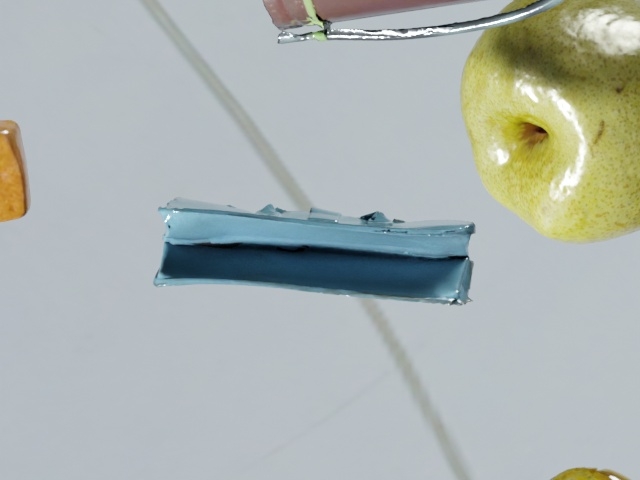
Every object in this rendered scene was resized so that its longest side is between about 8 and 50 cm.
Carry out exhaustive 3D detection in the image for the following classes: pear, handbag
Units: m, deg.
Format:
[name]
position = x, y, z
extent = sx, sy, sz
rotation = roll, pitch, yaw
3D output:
[pear]
position = 0.237, -0.116, 1.730
extent = 0.188, 0.211, 0.228
rotation = 1, 112, 47
[handbag]
position = 0.000, 0.000, 1.407
extent = 0.221, 0.144, 0.057
rotation = 3, 100, 5

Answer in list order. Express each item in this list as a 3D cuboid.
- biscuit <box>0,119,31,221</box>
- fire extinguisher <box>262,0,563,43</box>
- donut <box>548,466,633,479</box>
[biscuit]
position = -0.349, -0.030, 1.329
extent = 0.306, 0.043, 0.284
rotation = -8, 112, -8
[fire extinguisher]
position = 0.050, -0.118, 0.838
extent = 0.158, 0.043, 0.064
rotation = -5, 78, 26
[donut]
position = 0.266, 0.321, 1.703
extent = 0.261, 0.128, 0.208
rotation = 39, 94, 13
